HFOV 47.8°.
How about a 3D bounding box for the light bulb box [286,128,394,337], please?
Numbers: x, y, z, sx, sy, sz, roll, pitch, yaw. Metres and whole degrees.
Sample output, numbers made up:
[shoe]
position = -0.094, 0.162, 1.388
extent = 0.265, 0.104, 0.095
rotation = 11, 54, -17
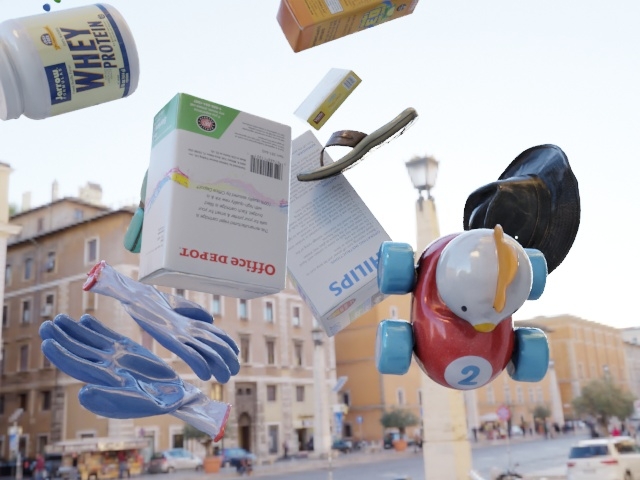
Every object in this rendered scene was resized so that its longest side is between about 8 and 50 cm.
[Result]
[light bulb box]
position = 0.000, 0.000, 1.675
extent = 0.225, 0.361, 0.358
rotation = -34, -14, -5

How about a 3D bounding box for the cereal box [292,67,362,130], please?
[cereal box]
position = 0.013, -0.375, 1.899
extent = 0.047, 0.173, 0.240
rotation = 40, 5, -17

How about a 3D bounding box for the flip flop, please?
[flip flop]
position = 0.069, -0.201, 1.467
extent = 0.277, 0.080, 0.112
rotation = -32, -1, 9

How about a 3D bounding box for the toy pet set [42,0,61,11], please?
[toy pet set]
position = -0.481, -0.493, 1.280
extent = 0.122, 0.065, 0.114
rotation = -23, -50, 29

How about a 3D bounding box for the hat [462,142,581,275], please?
[hat]
position = 0.368, -0.052, 1.455
extent = 0.134, 0.331, 0.331
rotation = 11, -18, -17

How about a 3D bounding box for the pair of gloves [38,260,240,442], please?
[pair of gloves]
position = -0.136, 0.088, 0.580
extent = 0.159, 0.023, 0.198
rotation = 32, 18, -11

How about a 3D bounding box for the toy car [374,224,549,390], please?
[toy car]
position = 0.191, 0.073, 0.882
extent = 0.219, 0.210, 0.238
rotation = 4, -15, -2

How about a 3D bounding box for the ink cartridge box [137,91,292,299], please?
[ink cartridge box]
position = -0.160, -0.060, 1.119
extent = 0.201, 0.278, 0.117
rotation = 12, -20, -32

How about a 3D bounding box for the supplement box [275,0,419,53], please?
[supplement box]
position = 0.050, -0.384, 1.164
extent = 0.233, 0.080, 0.078
rotation = -25, -11, -17

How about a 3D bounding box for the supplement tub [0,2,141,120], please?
[supplement tub]
position = -0.621, -0.420, 1.709
extent = 0.325, 0.235, 0.235
rotation = -24, -2, -31

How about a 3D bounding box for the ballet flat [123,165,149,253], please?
[ballet flat]
position = -0.384, -0.078, 1.683
extent = 0.087, 0.083, 0.247
rotation = 3, -58, -42
